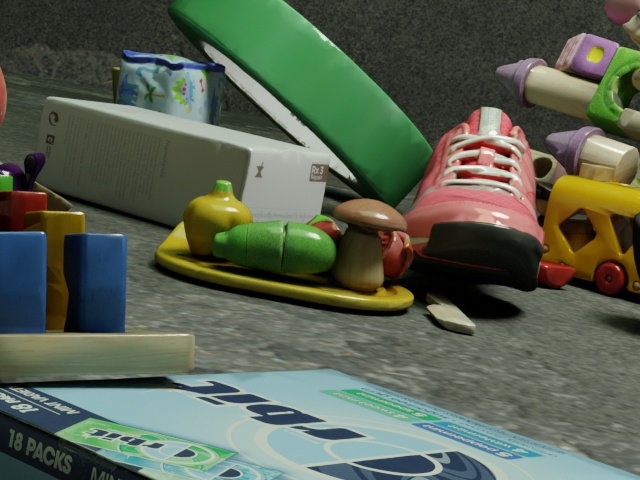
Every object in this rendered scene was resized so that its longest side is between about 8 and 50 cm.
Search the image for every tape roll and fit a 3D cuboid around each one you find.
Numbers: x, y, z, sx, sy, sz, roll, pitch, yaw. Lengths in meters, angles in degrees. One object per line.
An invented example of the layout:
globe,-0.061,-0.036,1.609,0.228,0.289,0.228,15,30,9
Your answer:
tape roll,-0.021,-0.163,1.669,0.321,0.077,0.321,41,-2,2

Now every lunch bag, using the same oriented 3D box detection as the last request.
lunch bag,-0.147,-0.122,1.590,0.096,0.129,0.151,14,9,23

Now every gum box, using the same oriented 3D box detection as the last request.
gum box,-0.006,0.083,0.523,0.157,0.041,0.184,15,8,42

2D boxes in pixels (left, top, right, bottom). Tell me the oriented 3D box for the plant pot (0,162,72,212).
plant pot,-0.283,-0.066,1.085,0.236,0.032,0.236,26,-5,3

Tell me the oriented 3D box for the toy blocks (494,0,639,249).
toy blocks,0.282,-0.164,1.600,0.260,0.289,0.309,24,-6,38

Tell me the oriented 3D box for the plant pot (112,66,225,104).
plant pot,-0.187,-0.147,1.856,0.134,0.095,0.134,11,7,-1

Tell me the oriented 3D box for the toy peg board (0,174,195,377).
toy peg board,-0.154,0.008,0.577,0.161,0.079,0.160,1,-3,-35

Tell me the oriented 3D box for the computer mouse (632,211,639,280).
computer mouse,0.317,0.058,1.122,0.188,0.072,0.272,8,19,-35

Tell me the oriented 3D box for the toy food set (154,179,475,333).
toy food set,0.000,0.000,1.064,0.217,0.071,0.128,11,7,0

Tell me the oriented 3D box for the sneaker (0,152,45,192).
sneaker,-0.243,-0.018,0.743,0.223,0.098,0.083,10,7,-6

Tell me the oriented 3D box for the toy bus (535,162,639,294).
toy bus,0.243,-0.015,1.402,0.202,0.104,0.191,10,7,-7

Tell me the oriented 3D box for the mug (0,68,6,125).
mug,-0.389,-0.124,1.394,0.150,0.113,0.169,-3,6,23

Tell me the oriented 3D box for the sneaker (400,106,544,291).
sneaker,0.115,-0.040,1.224,0.115,0.136,0.314,10,3,1

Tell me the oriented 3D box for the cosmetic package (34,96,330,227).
cosmetic package,-0.120,-0.059,1.322,0.231,0.086,0.117,18,10,35
